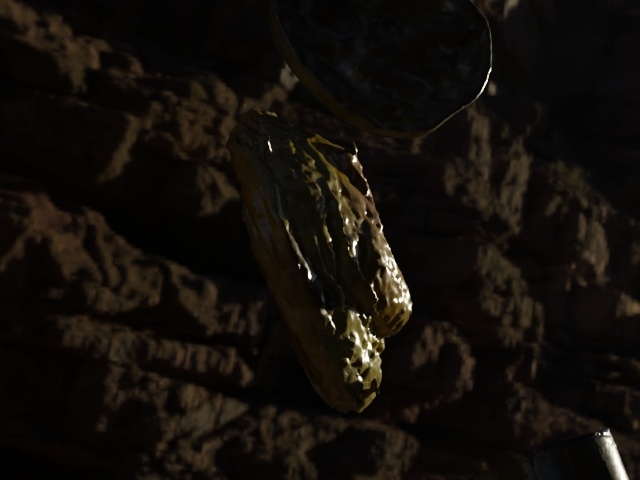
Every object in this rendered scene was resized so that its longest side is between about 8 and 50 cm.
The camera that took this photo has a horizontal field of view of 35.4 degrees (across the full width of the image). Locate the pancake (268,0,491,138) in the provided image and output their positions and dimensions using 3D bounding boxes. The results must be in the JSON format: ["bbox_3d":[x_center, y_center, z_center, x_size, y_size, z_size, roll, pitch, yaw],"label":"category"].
[{"bbox_3d":[0.073,-0.252,1.253,0.294,0.294,0.049,12,-29,-13],"label":"pancake"}]

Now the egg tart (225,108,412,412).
[{"bbox_3d":[0.000,0.000,1.153,0.153,0.351,0.339,-19,-45,1],"label":"egg tart"}]

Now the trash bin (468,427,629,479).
[{"bbox_3d":[0.324,0.409,1.257,0.203,0.302,0.252,-24,-23,18],"label":"trash bin"}]
